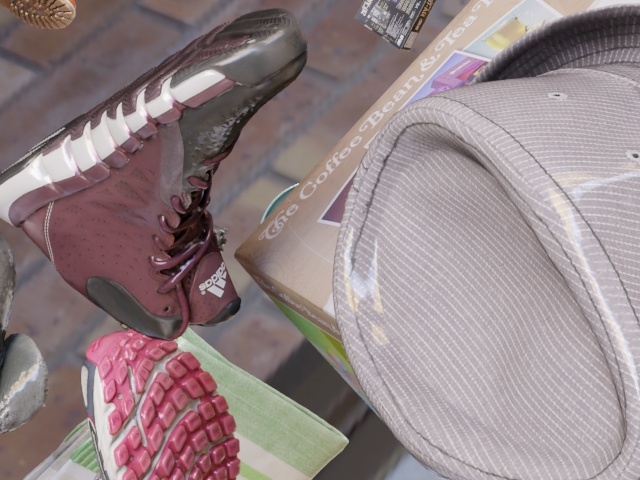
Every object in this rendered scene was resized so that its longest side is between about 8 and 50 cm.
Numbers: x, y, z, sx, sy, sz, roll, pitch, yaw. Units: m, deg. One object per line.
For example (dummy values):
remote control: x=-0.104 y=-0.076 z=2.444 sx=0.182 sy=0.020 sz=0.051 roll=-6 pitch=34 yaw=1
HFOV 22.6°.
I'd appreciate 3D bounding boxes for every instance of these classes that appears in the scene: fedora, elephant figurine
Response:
fedora: x=0.101 y=0.030 z=0.636 sx=0.124 sy=0.275 sz=0.244 roll=-1 pitch=132 yaw=-41
elephant figurine: x=-0.306 y=0.112 z=1.324 sx=0.169 sy=0.239 sz=0.186 roll=-13 pitch=152 yaw=-3

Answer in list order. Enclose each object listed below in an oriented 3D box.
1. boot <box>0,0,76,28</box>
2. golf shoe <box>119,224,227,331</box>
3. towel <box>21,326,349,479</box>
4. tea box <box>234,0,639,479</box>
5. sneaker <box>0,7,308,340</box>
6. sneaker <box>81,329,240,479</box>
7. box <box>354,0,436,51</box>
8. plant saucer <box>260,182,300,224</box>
boot: x=-0.310 y=-0.279 z=1.690 sx=0.084 sy=0.158 sz=0.059 roll=-50 pitch=155 yaw=-34
golf shoe: x=-0.167 y=0.026 z=1.548 sx=0.094 sy=0.198 sz=0.077 roll=38 pitch=48 yaw=-16
towel: x=-0.164 y=0.244 z=1.495 sx=0.325 sy=0.038 sz=0.248 roll=-46 pitch=127 yaw=8
tea box: x=0.181 y=0.020 z=1.140 sx=0.329 sy=0.220 sz=0.323 roll=-48 pitch=122 yaw=-9
sneaker: x=-0.076 y=-0.028 z=1.007 sx=0.162 sy=0.281 sz=0.106 roll=55 pitch=45 yaw=-11
sneaker: x=-0.124 y=0.201 z=1.189 sx=0.121 sy=0.112 sz=0.299 roll=-44 pitch=130 yaw=-44
box: x=0.079 y=-0.238 z=1.571 sx=0.018 sy=0.067 sz=0.083 roll=1 pitch=121 yaw=-53
plant saucer: x=0.000 y=0.000 z=1.550 sx=0.021 sy=0.119 sz=0.119 roll=-38 pitch=146 yaw=-76
